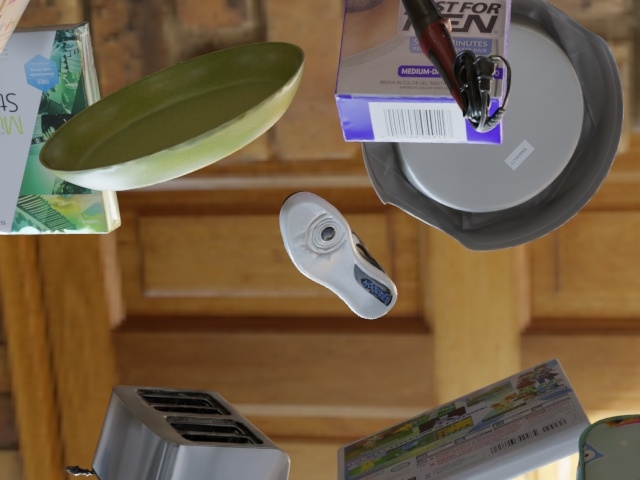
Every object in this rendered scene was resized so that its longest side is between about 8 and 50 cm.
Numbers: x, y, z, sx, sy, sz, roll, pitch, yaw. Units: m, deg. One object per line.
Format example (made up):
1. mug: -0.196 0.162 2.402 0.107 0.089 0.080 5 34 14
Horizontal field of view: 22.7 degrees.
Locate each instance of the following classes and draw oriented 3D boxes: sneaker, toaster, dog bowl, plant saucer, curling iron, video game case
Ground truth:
1. sneaker: 0.000 0.000 1.917 0.217 0.079 0.121 50 -178 -38
2. toaster: -0.145 0.234 1.685 0.168 0.185 0.110 31 110 56
3. dog bowl: 0.210 -0.165 2.056 0.102 0.349 0.349 -119 22 -67
4. plant saucer: -0.120 -0.101 1.355 0.241 0.241 0.037 -65 -43 -60
5. curling iron: 0.109 -0.191 1.423 0.274 0.035 0.068 -113 35 -47
6. video game case: 0.175 0.263 2.035 0.300 0.329 0.036 -86 -28 -79

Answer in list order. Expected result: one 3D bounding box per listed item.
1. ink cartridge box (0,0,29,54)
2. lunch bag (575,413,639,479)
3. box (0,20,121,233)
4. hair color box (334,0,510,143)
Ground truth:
1. ink cartridge box: -0.312 -0.237 1.335 0.176 0.127 0.128 -58 -4 20
2. lunch bag: 0.287 0.242 1.109 0.279 0.224 0.108 -79 -14 -54
3. box: -0.439 -0.166 2.427 0.058 0.232 0.322 -48 -47 -62
4. hair color box: 0.126 -0.281 1.829 0.110 0.185 0.339 76 -163 -60
